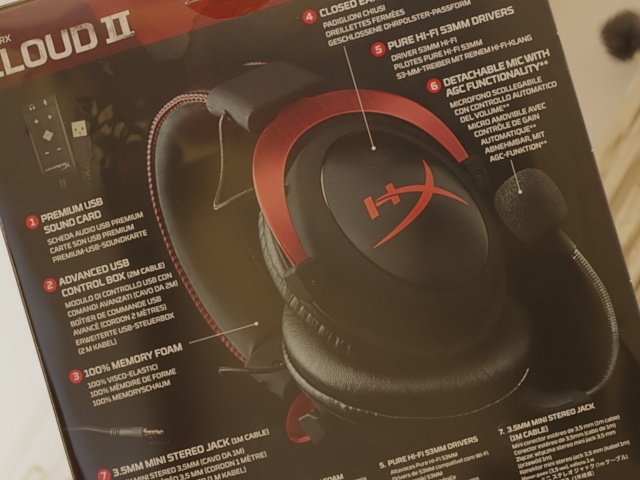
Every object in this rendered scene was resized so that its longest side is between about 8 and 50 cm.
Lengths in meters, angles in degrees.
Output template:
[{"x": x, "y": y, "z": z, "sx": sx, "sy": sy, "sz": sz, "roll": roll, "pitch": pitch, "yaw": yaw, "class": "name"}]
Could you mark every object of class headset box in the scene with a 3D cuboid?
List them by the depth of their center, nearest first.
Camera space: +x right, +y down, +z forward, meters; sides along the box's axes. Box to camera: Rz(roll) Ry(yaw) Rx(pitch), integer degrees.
[{"x": 0.000, "y": 0.000, "z": 0.601, "sx": 0.110, "sy": 0.218, "sz": 0.293, "roll": -3, "pitch": 76, "yaw": -85, "class": "headset box"}]
